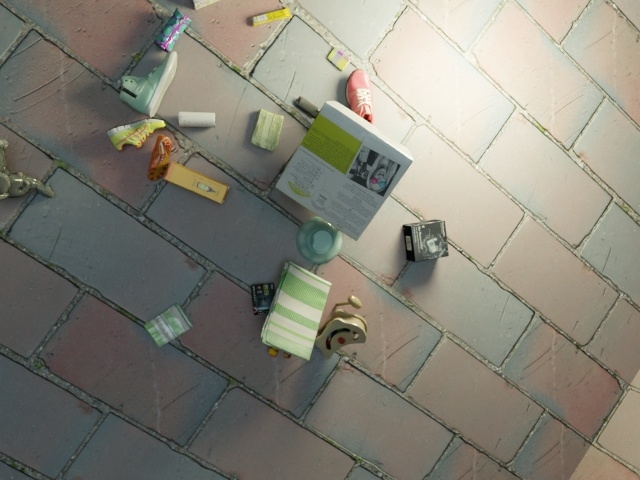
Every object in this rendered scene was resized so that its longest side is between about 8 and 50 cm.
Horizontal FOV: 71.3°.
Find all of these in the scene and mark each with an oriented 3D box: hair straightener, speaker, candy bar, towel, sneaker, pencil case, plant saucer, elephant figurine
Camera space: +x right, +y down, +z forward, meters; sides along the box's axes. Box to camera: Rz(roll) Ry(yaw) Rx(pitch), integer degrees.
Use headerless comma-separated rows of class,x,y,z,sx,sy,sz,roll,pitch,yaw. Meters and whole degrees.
hair straightener,0.001,-0.481,1.750,0.230,0.089,0.047,37,104,-15
speaker,-0.460,-0.452,1.666,0.136,0.055,0.055,-2,95,-12
candy bar,-0.191,-0.859,1.714,0.161,0.018,0.040,-20,95,-10
towel,-0.088,0.274,1.734,0.247,0.038,0.325,30,67,-32
sneaker,-0.659,-0.386,1.623,0.208,0.081,0.094,-19,106,-4
pencil case,-0.537,-0.759,1.619,0.064,0.070,0.152,33,88,-37
towel,-0.207,-0.429,1.738,0.109,0.027,0.148,16,91,-14
sneaker,0.174,-0.522,1.759,0.115,0.136,0.314,-4,95,-13
sneaker,-0.624,-0.591,1.601,0.151,0.094,0.256,26,87,-10
towel,0.074,-0.725,1.787,0.083,0.009,0.060,35,87,-12
towel,-0.583,0.327,1.713,0.151,0.023,0.113,-32,99,-8
sneaker,-0.597,-0.304,1.652,0.064,0.067,0.175,14,106,-46
plant saucer,0.000,0.000,1.810,0.194,0.037,0.195,-1,95,-12
elephant figurine,-1.079,-0.207,1.509,0.185,0.169,0.240,-13,115,17

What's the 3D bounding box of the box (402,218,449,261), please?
box,0.443,-0.001,1.879,0.158,0.093,0.156,-10,96,-13

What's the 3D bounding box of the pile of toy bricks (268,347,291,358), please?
pile of toy bricks,-0.150,0.365,1.748,0.117,0.105,0.213,17,90,22

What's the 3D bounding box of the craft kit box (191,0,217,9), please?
craft kit box,-0.406,-1.020,1.639,0.249,0.061,0.247,-28,102,-9

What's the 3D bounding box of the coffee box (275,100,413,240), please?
coffee box,0.088,-0.259,1.586,0.338,0.338,0.335,33,108,-3

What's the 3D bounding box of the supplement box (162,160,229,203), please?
supplement box,-0.463,-0.215,1.673,0.233,0.080,0.078,23,90,-11

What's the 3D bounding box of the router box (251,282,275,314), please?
router box,-0.220,0.228,1.741,0.091,0.038,0.123,-4,51,-13

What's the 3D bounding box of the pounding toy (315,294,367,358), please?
pounding toy,0.105,0.348,1.808,0.154,0.155,0.270,36,115,-7
